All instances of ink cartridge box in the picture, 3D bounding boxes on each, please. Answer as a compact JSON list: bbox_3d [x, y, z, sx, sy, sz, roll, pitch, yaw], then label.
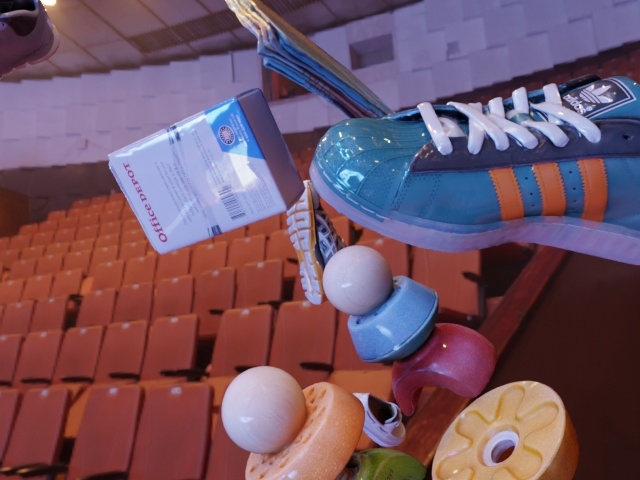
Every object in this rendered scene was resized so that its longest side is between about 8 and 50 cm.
[{"bbox_3d":[-0.136,-0.081,0.717,0.190,0.140,0.082,-17,17,24],"label":"ink cartridge box"}]

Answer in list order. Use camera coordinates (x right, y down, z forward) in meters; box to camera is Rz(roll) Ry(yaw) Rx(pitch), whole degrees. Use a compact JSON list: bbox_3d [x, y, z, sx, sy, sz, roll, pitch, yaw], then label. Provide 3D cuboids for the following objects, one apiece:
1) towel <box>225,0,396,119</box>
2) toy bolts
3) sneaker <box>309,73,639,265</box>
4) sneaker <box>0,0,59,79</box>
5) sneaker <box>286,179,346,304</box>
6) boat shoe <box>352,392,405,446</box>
[{"bbox_3d":[-0.002,-0.227,0.784,0.271,0.370,0.040,30,-72,-31],"label":"towel"},{"bbox_3d":[0.054,0.094,0.444,0.218,0.158,0.228,-35,14,36],"label":"toy bolts"},{"bbox_3d":[0.147,-0.063,0.402,0.302,0.108,0.121,5,-48,-14],"label":"sneaker"},{"bbox_3d":[-0.467,-0.266,0.793,0.229,0.086,0.132,-46,-4,-23],"label":"sneaker"},{"bbox_3d":[0.000,0.000,1.034,0.083,0.215,0.084,-11,3,-26],"label":"sneaker"},{"bbox_3d":[0.063,0.175,0.582,0.035,0.035,0.100,-21,-48,31],"label":"boat shoe"}]
